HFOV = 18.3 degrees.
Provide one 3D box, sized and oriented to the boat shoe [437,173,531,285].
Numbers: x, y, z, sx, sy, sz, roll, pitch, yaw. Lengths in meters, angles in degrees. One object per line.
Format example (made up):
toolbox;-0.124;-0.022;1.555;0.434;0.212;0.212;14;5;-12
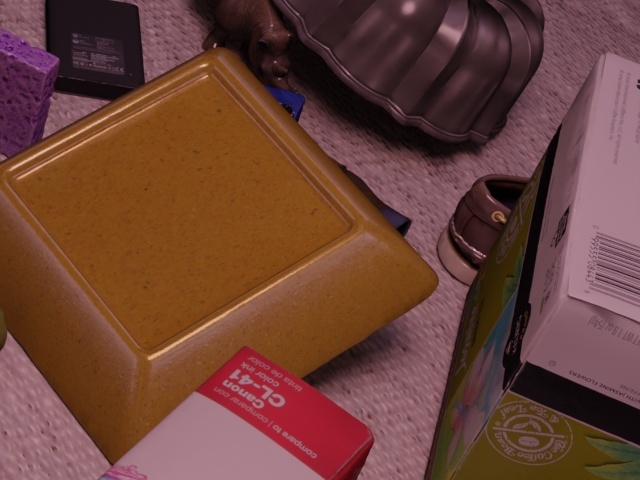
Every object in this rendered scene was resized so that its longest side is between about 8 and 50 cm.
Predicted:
boat shoe;0.280;0.005;1.925;0.324;0.096;0.116;10;43;-15

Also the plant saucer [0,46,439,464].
plant saucer;-0.120;-0.013;1.697;0.333;0.081;0.332;-31;62;-22

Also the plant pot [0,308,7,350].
plant pot;-0.300;0.076;1.608;0.083;0.083;0.079;45;33;23

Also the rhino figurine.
rhino figurine;-0.076;-0.232;2.004;0.073;0.106;0.243;-6;49;-29

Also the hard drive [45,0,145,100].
hard drive;-0.223;-0.193;1.959;0.094;0.022;0.135;8;44;-17

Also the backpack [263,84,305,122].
backpack;-0.085;-0.112;1.886;0.120;0.098;0.101;19;17;2

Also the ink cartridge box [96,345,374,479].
ink cartridge box;-0.115;0.249;1.390;0.131;0.226;0.306;36;42;15

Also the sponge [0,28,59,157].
sponge;-0.343;-0.162;1.800;0.210;0.117;0.031;27;44;4

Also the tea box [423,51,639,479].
tea box;0.252;0.085;1.656;0.220;0.323;0.329;22;40;-3

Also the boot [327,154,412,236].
boot;0.000;0.000;1.815;0.106;0.082;0.219;30;40;11

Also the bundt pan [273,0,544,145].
bundt pan;0.099;-0.258;2.023;0.331;0.124;0.331;30;32;-21
